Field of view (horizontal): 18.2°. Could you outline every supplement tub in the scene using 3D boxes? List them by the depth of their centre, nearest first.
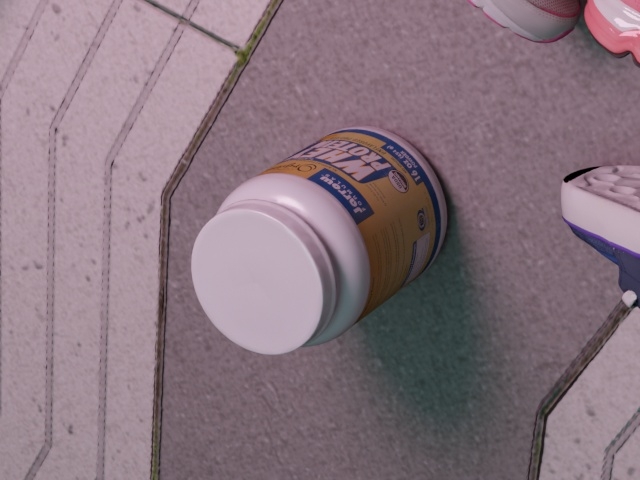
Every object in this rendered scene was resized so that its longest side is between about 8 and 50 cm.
[{"bbox_3d":[0.000,0.000,1.619,0.144,0.199,0.144,13,116,27],"label":"supplement tub"}]

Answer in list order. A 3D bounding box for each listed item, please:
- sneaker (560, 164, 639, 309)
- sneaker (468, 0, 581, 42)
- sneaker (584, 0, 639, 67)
[{"bbox_3d":[0.306,0.094,1.490,0.322,0.130,0.236,21,117,33],"label":"sneaker"},{"bbox_3d":[0.141,-0.270,1.478,0.111,0.103,0.252,-18,100,38],"label":"sneaker"},{"bbox_3d":[0.336,-0.158,1.394,0.313,0.116,0.136,24,119,23],"label":"sneaker"}]
